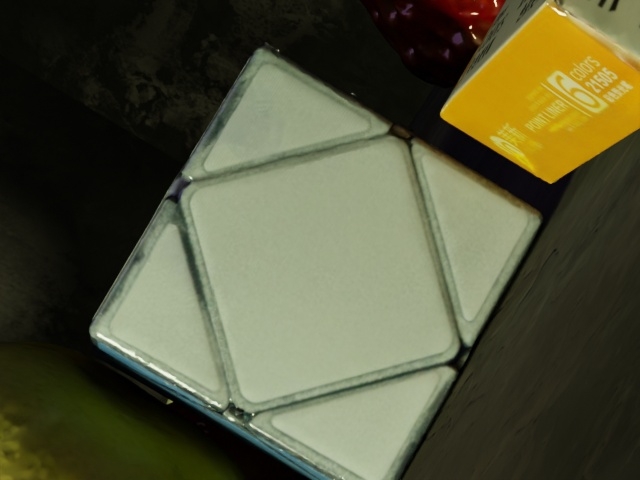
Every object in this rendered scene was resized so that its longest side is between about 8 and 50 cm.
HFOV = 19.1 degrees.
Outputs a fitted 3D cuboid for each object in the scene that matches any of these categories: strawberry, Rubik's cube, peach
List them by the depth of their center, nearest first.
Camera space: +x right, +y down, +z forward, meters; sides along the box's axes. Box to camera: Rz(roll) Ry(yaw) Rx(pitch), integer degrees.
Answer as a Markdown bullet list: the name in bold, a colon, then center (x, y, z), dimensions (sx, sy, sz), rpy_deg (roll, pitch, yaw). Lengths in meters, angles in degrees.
- **Rubik's cube**: center (-0.010, 0.029, 1.195), dimensions (0.207, 0.205, 0.205), rpy_deg (-58, 2, -8)
- **peach**: center (-0.182, 0.217, 1.216), dimensions (0.281, 0.314, 0.315), rpy_deg (-58, 32, -7)
- **strawberry**: center (0.087, -0.189, 1.279), dimensions (0.150, 0.280, 0.253), rpy_deg (-61, 10, 16)

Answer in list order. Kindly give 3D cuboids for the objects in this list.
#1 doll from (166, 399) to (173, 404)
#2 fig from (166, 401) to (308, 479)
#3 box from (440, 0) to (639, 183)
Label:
- **doll**: center (-0.069, 0.162, 1.723), dimensions (0.117, 0.141, 0.296), rpy_deg (-37, -7, -24)
- **fig**: center (-0.136, 0.201, 1.518), dimensions (0.170, 0.274, 0.146), rpy_deg (-102, 4, -77)
- **box**: center (0.172, -0.155, 1.016), dimensions (0.221, 0.091, 0.274), rpy_deg (-59, 2, -12)
